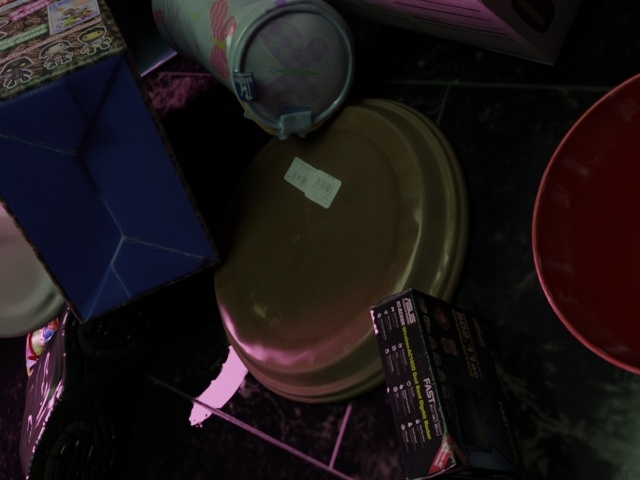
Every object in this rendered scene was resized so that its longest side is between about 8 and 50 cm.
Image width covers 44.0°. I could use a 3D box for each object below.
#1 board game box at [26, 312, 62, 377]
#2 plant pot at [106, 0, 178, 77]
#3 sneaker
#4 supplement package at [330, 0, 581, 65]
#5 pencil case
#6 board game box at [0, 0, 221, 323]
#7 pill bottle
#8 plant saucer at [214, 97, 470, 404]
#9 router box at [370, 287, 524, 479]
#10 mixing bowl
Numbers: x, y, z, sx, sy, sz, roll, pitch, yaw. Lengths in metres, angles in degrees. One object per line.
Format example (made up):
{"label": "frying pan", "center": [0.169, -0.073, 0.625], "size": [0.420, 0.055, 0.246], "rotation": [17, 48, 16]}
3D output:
{"label": "board game box", "center": [-0.314, 0.101, 0.932], "size": [0.133, 0.033, 0.169], "rotation": [25, 91, 44]}
{"label": "plant pot", "center": [-0.212, -0.354, 0.932], "size": [0.165, 0.165, 0.234], "rotation": [-20, 54, 35]}
{"label": "sneaker", "center": [-0.251, 0.124, 0.825], "size": [0.130, 0.109, 0.286], "rotation": [11, 78, 53]}
{"label": "supplement package", "center": [0.112, -0.294, 0.589], "size": [0.204, 0.145, 0.262], "rotation": [25, 98, 35]}
{"label": "pencil case", "center": [-0.072, -0.195, 0.747], "size": [0.113, 0.124, 0.273], "rotation": [-25, 37, -15]}
{"label": "board game box", "center": [-0.229, -0.114, 0.748], "size": [0.141, 0.232, 0.291], "rotation": [-24, 41, -7]}
{"label": "pill bottle", "center": [-0.366, 0.015, 0.912], "size": [0.245, 0.136, 0.136], "rotation": [22, 89, 64]}
{"label": "plant saucer", "center": [0.000, 0.000, 0.687], "size": [0.277, 0.041, 0.278], "rotation": [-17, 63, 37]}
{"label": "router box", "center": [0.086, 0.101, 0.535], "size": [0.038, 0.092, 0.123], "rotation": [-29, 58, 30]}
{"label": "mixing bowl", "center": [0.224, -0.004, 0.447], "size": [0.181, 0.098, 0.182], "rotation": [-15, 65, 37]}
